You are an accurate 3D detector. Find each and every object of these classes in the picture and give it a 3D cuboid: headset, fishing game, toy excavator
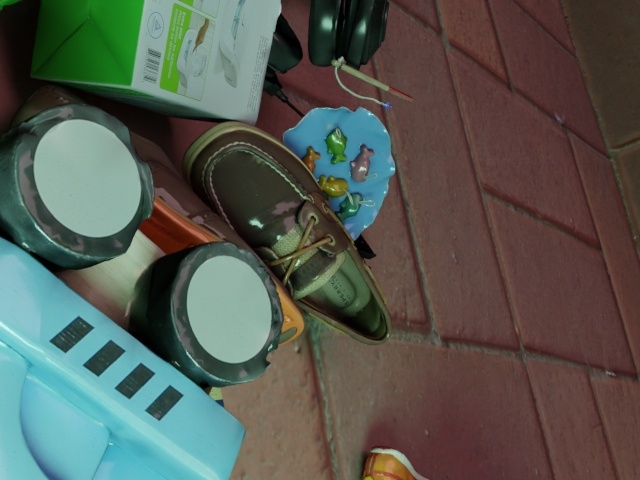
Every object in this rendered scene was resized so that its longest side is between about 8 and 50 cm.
[{"bbox_3d":[-0.026,-0.266,1.173,0.185,0.244,0.394,-70,147,-72],"label":"headset"},{"bbox_3d":[0.019,-0.074,1.113,0.189,0.041,0.264,19,96,-40],"label":"fishing game"},{"bbox_3d":[-0.190,0.203,0.645,0.433,0.222,0.445,46,50,-29],"label":"toy excavator"}]

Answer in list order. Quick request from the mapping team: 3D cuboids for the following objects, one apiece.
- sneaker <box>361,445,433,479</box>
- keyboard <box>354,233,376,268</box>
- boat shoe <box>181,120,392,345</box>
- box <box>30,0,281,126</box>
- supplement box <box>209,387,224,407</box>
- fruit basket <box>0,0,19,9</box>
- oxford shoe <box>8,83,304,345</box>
[{"bbox_3d":[0.107,0.317,1.156,0.175,0.064,0.067,40,60,-31],"label":"sneaker"},{"bbox_3d":[0.000,0.000,1.218,0.192,0.038,0.100,15,35,-52],"label":"keyboard"},{"bbox_3d":[-0.019,0.008,1.029,0.123,0.123,0.342,45,-7,49],"label":"boat shoe"},{"bbox_3d":[-0.144,-0.262,0.927,0.231,0.127,0.261,3,96,-66],"label":"box"},{"bbox_3d":[-0.144,0.126,0.872,0.083,0.056,0.083,5,67,-56],"label":"supplement box"},{"bbox_3d":[-0.340,-0.369,0.662,0.392,0.283,0.392,60,15,-27],"label":"fruit basket"},{"bbox_3d":[-0.142,-0.017,0.907,0.364,0.130,0.132,43,32,-35],"label":"oxford shoe"}]
